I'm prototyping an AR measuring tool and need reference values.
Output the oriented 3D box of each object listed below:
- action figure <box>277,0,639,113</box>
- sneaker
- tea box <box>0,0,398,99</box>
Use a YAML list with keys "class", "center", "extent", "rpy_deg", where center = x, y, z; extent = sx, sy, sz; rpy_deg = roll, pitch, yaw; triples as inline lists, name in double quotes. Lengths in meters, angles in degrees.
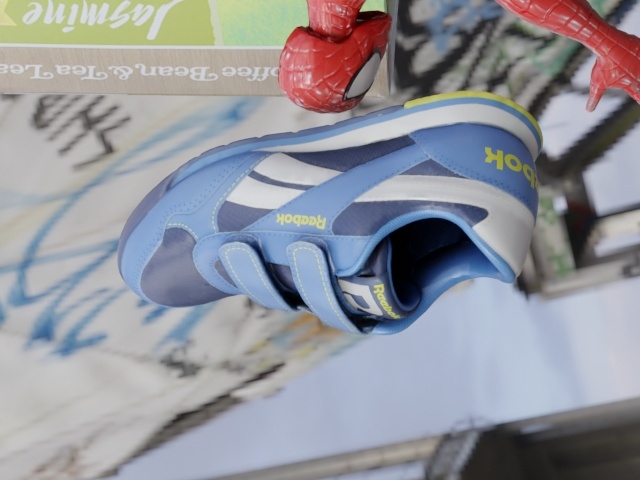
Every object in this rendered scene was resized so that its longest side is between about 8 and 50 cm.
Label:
- class: "action figure"
  center: [0.084, -0.153, 0.508]
  extent: [0.139, 0.280, 0.091]
  rpy_deg: [24, -170, -31]
- class: "sneaker"
  center: [0.000, 0.000, 0.496]
  extent: [0.053, 0.144, 0.059]
  rpy_deg: [46, -146, -50]
- class: "tea box"
  center: [-0.069, -0.285, 0.721]
  extent: [0.323, 0.220, 0.329]
  rpy_deg: [83, -171, -54]
